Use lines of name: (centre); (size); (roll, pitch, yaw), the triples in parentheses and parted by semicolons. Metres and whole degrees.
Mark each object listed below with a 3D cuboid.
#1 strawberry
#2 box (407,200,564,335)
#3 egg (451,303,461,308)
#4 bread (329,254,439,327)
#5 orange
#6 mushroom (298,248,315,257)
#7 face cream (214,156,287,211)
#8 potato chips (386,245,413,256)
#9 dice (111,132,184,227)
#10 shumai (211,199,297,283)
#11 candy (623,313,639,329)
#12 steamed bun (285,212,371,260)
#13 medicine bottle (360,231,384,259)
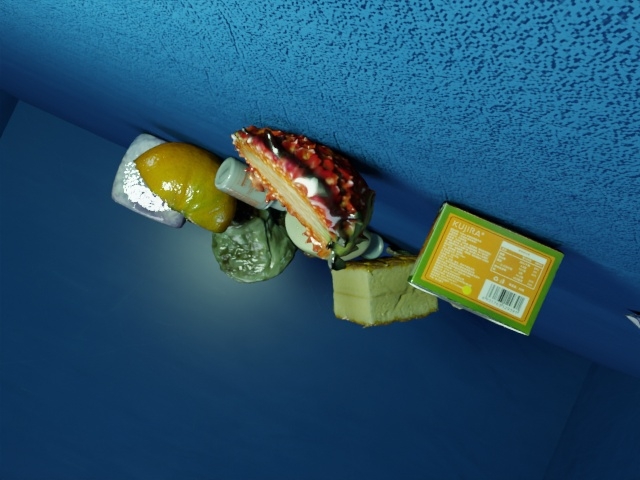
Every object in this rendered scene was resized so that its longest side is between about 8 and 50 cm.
strawberry: (-0.021, -0.114, 0.954); (0.306, 0.137, 0.233); (49, 165, 18)
box: (0.261, 0.044, 0.935); (0.194, 0.148, 0.177); (24, 180, 8)
egg: (0.447, 0.153, 1.767); (0.118, 0.116, 0.140); (46, 147, -4)
bread: (0.213, 0.161, 1.906); (0.278, 0.207, 0.279); (-6, -179, -22)
orange: (-0.386, -0.154, 1.706); (0.274, 0.274, 0.310); (21, 135, 52)
mushroom: (0.000, 0.000, 2.263); (0.253, 0.154, 0.253); (15, 179, 0)
face cream: (-0.177, -0.145, 1.650); (0.251, 0.101, 0.101); (26, 177, -33)
potato chips: (0.305, 0.055, 2.088); (0.142, 0.026, 0.209); (27, 176, 15)
dice: (-0.574, -0.211, 2.049); (0.270, 0.270, 0.271); (24, 178, -8)
shumai: (-0.251, -0.075, 2.057); (0.323, 0.398, 0.323); (4, 141, 13)
candy: (0.679, 0.184, 1.144); (0.136, 0.038, 0.088); (36, 169, -26)
steamed bun: (0.019, -0.018, 1.790); (0.250, 0.155, 0.200); (26, 179, 37)
medicine bottle: (0.154, 0.016, 1.944); (0.090, 0.091, 0.216); (25, 178, -6)
